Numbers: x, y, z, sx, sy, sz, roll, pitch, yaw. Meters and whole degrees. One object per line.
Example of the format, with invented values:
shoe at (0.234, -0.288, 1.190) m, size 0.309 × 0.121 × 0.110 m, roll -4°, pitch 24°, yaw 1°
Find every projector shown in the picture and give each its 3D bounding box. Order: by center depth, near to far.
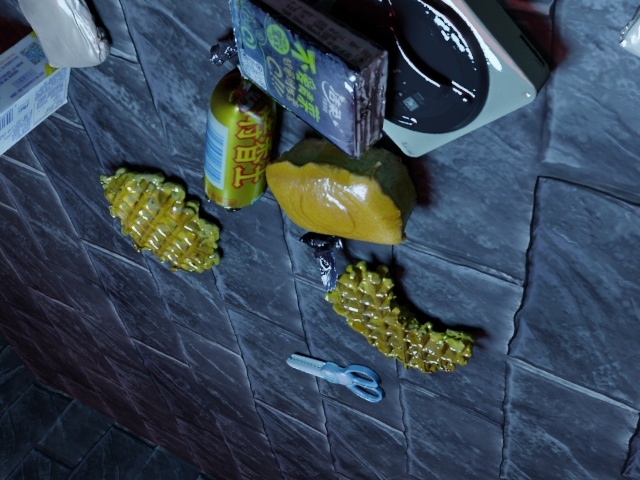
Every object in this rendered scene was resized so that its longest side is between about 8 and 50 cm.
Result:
projector at (0.118, -0.241, 0.997) m, size 0.257 × 0.079 × 0.259 m, roll 46°, pitch 150°, yaw -13°

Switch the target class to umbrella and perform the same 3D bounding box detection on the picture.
umbrella at (-0.124, -0.305, 1.191) m, size 0.144 × 0.040 × 0.037 m, roll -13°, pitch 115°, yaw 50°

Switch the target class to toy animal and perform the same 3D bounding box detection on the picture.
toy animal at (0.000, 0.000, 1.417) m, size 0.108 × 0.062 × 0.220 m, roll -150°, pitch 44°, yaw -70°

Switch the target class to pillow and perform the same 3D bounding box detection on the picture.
pillow at (-0.478, -0.420, 1.361) m, size 0.173 × 0.067 × 0.270 m, roll 7°, pitch 138°, yaw 31°

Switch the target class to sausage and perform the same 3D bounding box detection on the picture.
sausage at (-0.126, -0.188, 1.277) m, size 0.117 × 0.125 × 0.317 m, roll 34°, pitch 146°, yaw 12°

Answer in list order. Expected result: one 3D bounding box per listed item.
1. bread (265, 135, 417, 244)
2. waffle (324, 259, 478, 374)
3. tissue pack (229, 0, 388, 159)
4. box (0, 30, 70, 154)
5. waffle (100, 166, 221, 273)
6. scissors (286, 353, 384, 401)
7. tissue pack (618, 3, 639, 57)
bread at (0.034, -0.080, 1.254) m, size 0.246 × 0.121 × 0.174 m, roll 10°, pitch 138°, yaw 34°
waffle at (0.146, 0.154, 1.503) m, size 0.293 × 0.069 × 0.260 m, roll 41°, pitch 152°, yaw -7°
tissue pack at (-0.018, -0.234, 1.027) m, size 0.235 × 0.073 × 0.173 m, roll 39°, pitch 157°, yaw 24°
box at (-0.617, -0.267, 1.511) m, size 0.097 × 0.265 × 0.168 m, roll 40°, pitch 150°, yaw -2°
waffle at (-0.355, -0.037, 1.742) m, size 0.325 × 0.068 × 0.302 m, roll 17°, pitch 143°, yaw 32°
scissors at (0.032, 0.320, 1.863) m, size 0.256 × 0.030 × 0.125 m, roll 13°, pitch 142°, yaw 29°
tissue pack at (0.451, -0.181, 0.571) m, size 0.357 × 0.266 × 0.194 m, roll 33°, pitch 154°, yaw 7°
